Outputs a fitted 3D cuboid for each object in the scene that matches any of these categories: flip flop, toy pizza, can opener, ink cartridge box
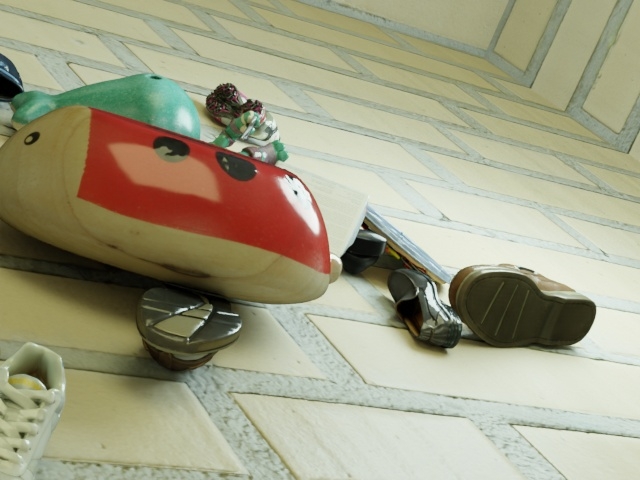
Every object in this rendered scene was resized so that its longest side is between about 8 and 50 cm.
[{"bbox_3d":[-0.151,0.100,1.614,0.112,0.080,0.277,20,2,-6],"label":"flip flop"},{"bbox_3d":[0.113,0.006,2.211,0.201,0.032,0.201,39,5,-4],"label":"toy pizza"},{"bbox_3d":[0.000,0.000,2.114,0.186,0.073,0.059,11,27,-7],"label":"can opener"},{"bbox_3d":[-0.027,-0.014,2.052,0.145,0.045,0.179,21,57,7],"label":"ink cartridge box"}]

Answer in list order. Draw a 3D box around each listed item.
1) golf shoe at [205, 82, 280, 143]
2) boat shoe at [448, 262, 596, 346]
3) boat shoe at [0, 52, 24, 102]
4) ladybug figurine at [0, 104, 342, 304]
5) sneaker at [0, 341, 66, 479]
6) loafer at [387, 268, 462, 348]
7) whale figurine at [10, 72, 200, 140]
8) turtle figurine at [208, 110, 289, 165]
[{"bbox_3d":[-0.138,-0.216,2.585,0.186,0.067,0.086,37,-10,50],"label":"golf shoe"},{"bbox_3d":[0.269,0.089,2.130,0.307,0.110,0.104,19,11,-47],"label":"boat shoe"},{"bbox_3d":[-0.533,-0.258,2.122,0.258,0.109,0.089,3,30,-44],"label":"boat shoe"},{"bbox_3d":[-0.177,-0.045,1.774,0.449,0.162,0.305,17,5,-19],"label":"ladybug figurine"},{"bbox_3d":[-0.268,0.162,1.237,0.087,0.092,0.228,22,19,-9],"label":"sneaker"},{"bbox_3d":[0.129,0.086,2.017,0.061,0.062,0.170,7,22,-30],"label":"loafer"},{"bbox_3d":[-0.303,-0.181,2.121,0.272,0.141,0.216,13,20,-16],"label":"whale figurine"},{"bbox_3d":[-0.129,-0.101,2.111,0.118,0.175,0.234,12,2,30],"label":"turtle figurine"}]
